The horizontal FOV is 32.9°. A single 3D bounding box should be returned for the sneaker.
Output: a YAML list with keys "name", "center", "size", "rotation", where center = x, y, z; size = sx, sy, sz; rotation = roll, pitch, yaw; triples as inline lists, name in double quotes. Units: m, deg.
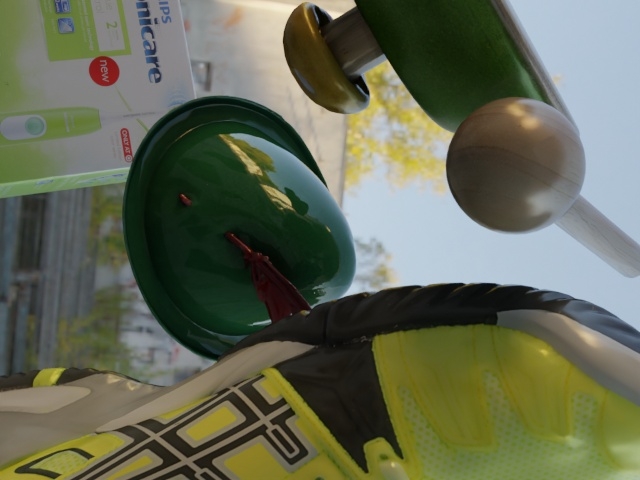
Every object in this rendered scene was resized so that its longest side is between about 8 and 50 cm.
- name: "sneaker"
  center: [-0.031, 0.129, 0.473]
  size: [0.147, 0.385, 0.145]
  rotation: [-81, 150, -53]

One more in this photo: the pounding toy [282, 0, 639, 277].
- name: "pounding toy"
  center: [0.041, -0.080, 0.507]
  size: [0.183, 0.110, 0.236]
  rotation: [31, 34, -62]

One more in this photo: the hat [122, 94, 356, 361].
- name: "hat"
  center: [0.000, 0.000, 0.668]
  size: [0.184, 0.173, 0.208]
  rotation: [-5, -71, 52]

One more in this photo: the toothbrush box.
- name: "toothbrush box"
  center: [-0.279, -0.155, 1.079]
  size: [0.122, 0.283, 0.206]
  rotation: [168, -87, -66]
